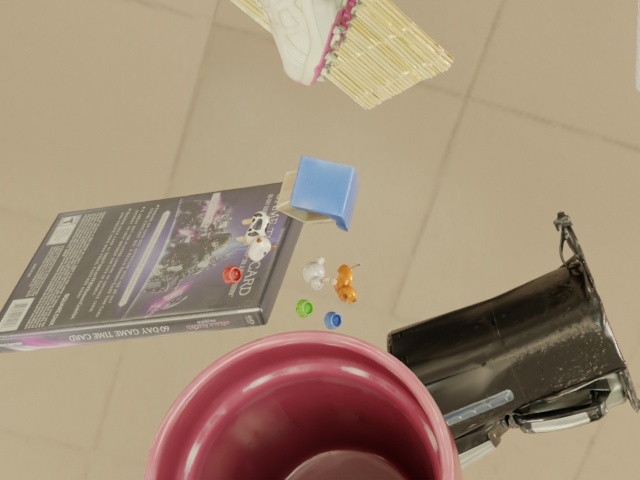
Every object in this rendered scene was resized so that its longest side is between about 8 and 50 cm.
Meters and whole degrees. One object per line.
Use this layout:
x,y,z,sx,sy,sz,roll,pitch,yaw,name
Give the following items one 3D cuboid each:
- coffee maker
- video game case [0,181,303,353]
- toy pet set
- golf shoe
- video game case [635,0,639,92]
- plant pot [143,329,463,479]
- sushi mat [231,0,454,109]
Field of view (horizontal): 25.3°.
0.145,0.085,1.152,0.178,0.120,0.171,-21,90,8,coffee maker
-0.155,0.022,1.329,0.274,0.196,0.026,-6,125,20,video game case
0.000,0.000,1.139,0.122,0.065,0.114,25,73,-34,toy pet set
-0.026,-0.262,1.377,0.140,0.115,0.306,21,153,5,golf shoe
0.368,-0.326,1.413,0.036,0.329,0.300,7,111,25,video game case
0.002,0.182,0.964,0.201,0.201,0.180,-14,156,7,plant pot
0.017,-0.280,1.820,0.151,0.019,0.316,-26,135,33,sushi mat
